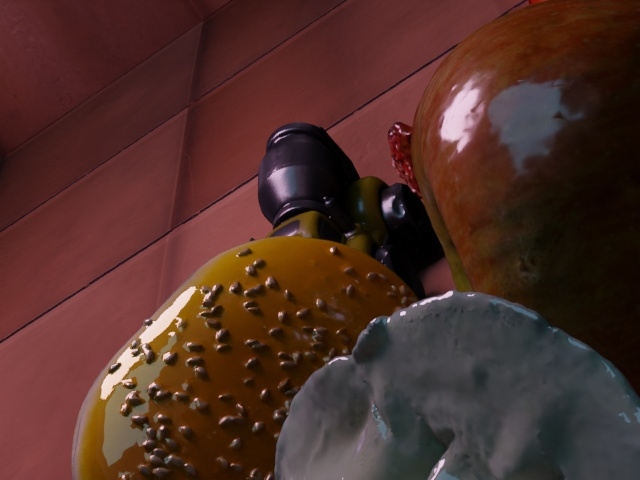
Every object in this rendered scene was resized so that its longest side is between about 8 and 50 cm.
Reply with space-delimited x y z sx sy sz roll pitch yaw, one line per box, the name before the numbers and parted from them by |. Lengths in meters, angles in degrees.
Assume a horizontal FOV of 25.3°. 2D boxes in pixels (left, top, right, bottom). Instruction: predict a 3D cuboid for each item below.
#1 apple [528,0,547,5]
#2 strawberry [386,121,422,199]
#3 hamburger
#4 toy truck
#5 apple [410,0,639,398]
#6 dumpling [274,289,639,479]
apple | 0.288 -0.263 1.356 0.168 0.181 0.181 -14 31 44
strawberry | 0.129 -0.074 1.283 0.140 0.085 0.192 -9 0 -5
hamburger | -0.035 0.128 0.989 0.295 0.227 0.151 -51 2 -26
toy truck | 0.000 0.000 1.268 0.147 0.165 0.224 -28 23 20
apple | 0.196 -0.027 0.881 0.250 0.277 0.309 -19 38 2
dumpling | 0.092 0.180 0.725 0.320 0.212 0.270 -7 71 29
